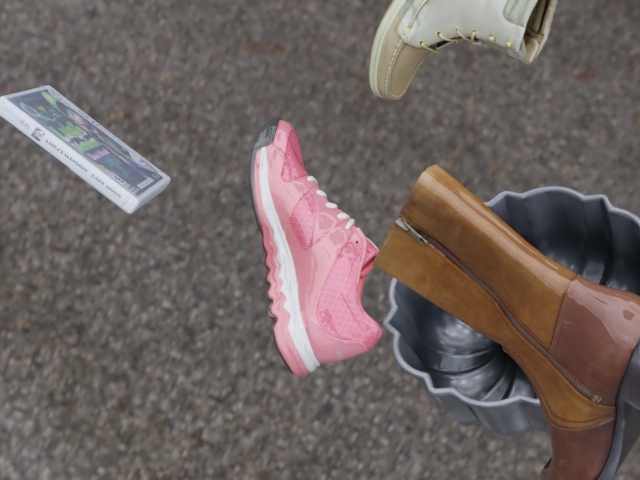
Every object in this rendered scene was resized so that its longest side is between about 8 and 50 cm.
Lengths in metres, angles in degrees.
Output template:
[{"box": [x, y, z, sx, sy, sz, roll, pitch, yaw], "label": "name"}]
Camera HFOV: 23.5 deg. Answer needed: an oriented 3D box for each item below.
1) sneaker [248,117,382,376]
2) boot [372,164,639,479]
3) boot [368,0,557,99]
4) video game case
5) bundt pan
[{"box": [0.000, 0.001, 1.816, 0.136, 0.116, 0.314, -11, 74, 6], "label": "sneaker"}, {"box": [0.159, 0.094, 1.344, 0.280, 0.264, 0.096, 32, 56, 10], "label": "boot"}, {"box": [0.156, -0.225, 1.682, 0.165, 0.213, 0.077, 32, 16, 25], "label": "boot"}, {"box": [-0.245, -0.099, 1.614, 0.173, 0.022, 0.190, 37, 10, -2], "label": "video game case"}, {"box": [0.247, 0.096, 1.807, 0.331, 0.124, 0.331, -12, 45, 13], "label": "bundt pan"}]
